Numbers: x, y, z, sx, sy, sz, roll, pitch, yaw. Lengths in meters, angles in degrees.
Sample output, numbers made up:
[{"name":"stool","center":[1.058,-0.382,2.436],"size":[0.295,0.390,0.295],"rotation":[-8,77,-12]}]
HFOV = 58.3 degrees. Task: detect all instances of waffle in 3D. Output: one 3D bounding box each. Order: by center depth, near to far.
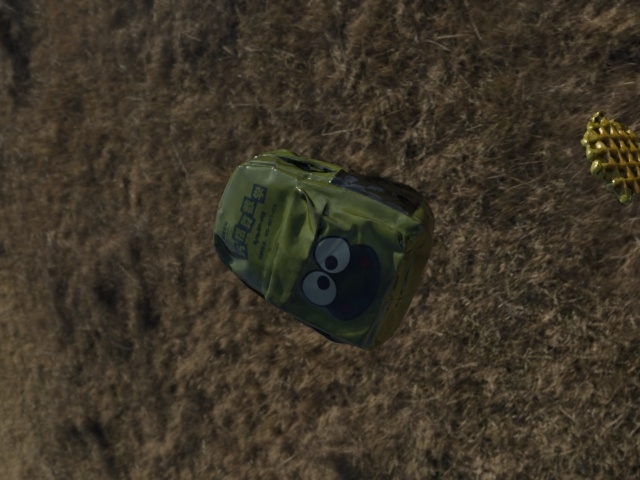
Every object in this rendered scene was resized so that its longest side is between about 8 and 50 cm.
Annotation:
[{"name":"waffle","center":[0.728,-0.181,1.367],"size":[0.291,0.291,0.051],"rotation":[58,140,14]}]

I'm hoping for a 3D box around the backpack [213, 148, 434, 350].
[{"name":"backpack","center":[0.000,0.000,0.683],"size":[0.253,0.140,0.207],"rotation":[24,114,13]}]
